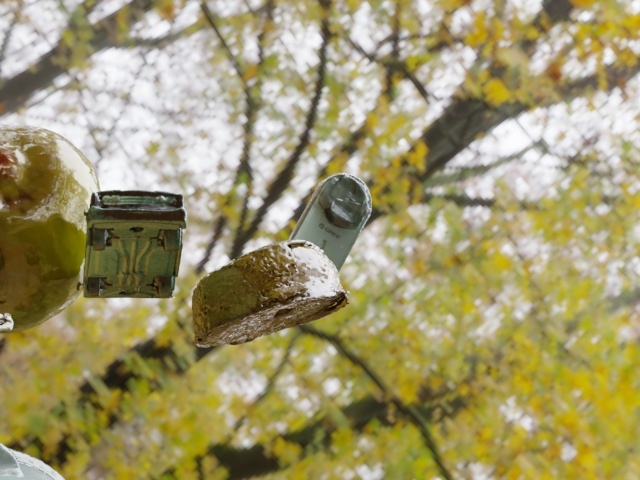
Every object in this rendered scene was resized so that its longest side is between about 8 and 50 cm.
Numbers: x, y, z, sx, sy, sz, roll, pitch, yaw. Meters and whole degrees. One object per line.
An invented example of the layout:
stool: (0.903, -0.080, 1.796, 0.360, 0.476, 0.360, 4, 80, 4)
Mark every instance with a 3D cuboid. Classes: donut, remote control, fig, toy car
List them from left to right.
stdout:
fig: (-0.485, -0.006, 2.189, 0.343, 0.343, 0.343, 34, -35, 28)
toy car: (-0.264, 0.006, 1.987, 0.320, 0.141, 0.097, 113, -24, -65)
donut: (-0.083, 0.082, 2.212, 0.272, 0.272, 0.107, -40, -116, 60)
remote control: (0.000, 0.000, 2.419, 0.104, 0.247, 0.052, 33, -11, -19)

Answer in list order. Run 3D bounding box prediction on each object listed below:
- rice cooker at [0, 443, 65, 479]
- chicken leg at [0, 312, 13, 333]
rice cooker: (-0.337, 0.366, 1.513, 0.316, 0.264, 0.316, 34, -47, 48)
chicken leg: (-0.406, 0.114, 1.655, 0.093, 0.070, 0.178, 37, -38, -27)
